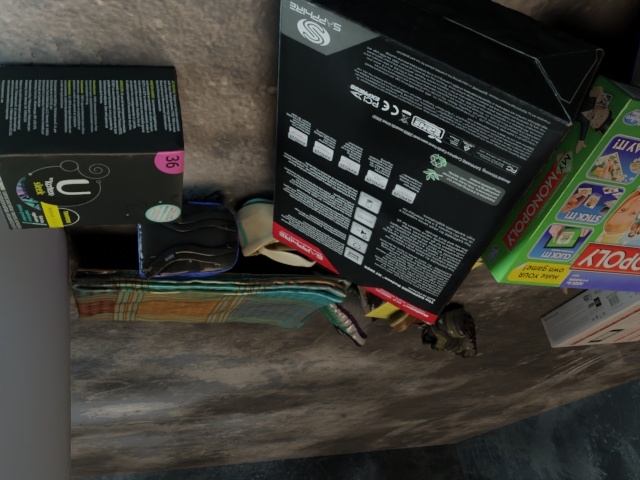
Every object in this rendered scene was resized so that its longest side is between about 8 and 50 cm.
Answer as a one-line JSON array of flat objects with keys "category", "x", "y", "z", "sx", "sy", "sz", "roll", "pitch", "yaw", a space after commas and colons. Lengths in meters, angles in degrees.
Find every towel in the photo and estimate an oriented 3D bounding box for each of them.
[{"category": "towel", "x": -0.171, "y": 0.095, "z": 0.890, "sx": 0.369, "sy": 0.040, "sz": 0.271, "roll": 3, "pitch": 162, "yaw": -19}]

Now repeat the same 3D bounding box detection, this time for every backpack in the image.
[{"category": "backpack", "x": -0.165, "y": -0.004, "z": 0.735, "sx": 0.120, "sy": 0.098, "sz": 0.101, "roll": -3, "pitch": 180, "yaw": -17}]

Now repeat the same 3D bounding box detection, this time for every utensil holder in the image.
[{"category": "utensil holder", "x": -0.434, "y": 0.165, "z": 0.625, "sx": 0.327, "sy": 0.386, "sz": 0.328, "roll": -10, "pitch": 152, "yaw": -5}]

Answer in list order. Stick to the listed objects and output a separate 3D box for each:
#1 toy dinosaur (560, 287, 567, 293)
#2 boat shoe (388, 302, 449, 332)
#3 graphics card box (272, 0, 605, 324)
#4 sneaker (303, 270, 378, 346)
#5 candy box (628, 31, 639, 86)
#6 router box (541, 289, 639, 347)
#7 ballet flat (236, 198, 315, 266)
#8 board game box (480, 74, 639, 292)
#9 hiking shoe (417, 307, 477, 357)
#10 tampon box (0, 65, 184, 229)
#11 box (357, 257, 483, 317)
[{"category": "toy dinosaur", "x": 0.395, "y": 0.028, "z": 1.001, "sx": 0.200, "sy": 0.127, "sz": 0.296, "roll": -7, "pitch": 165, "yaw": 7}, {"category": "boat shoe", "x": 0.185, "y": 0.122, "z": 1.059, "sx": 0.064, "sy": 0.060, "sz": 0.178, "roll": -35, "pitch": 177, "yaw": 39}, {"category": "graphics card box", "x": 0.071, "y": -0.071, "z": 0.579, "sx": 0.232, "sy": 0.094, "sz": 0.371, "roll": 29, "pitch": 153, "yaw": 11}, {"category": "sneaker", "x": 0.042, "y": 0.098, "z": 1.057, "sx": 0.098, "sy": 0.083, "sz": 0.224, "roll": -49, "pitch": 139, "yaw": -13}, {"category": "candy box", "x": 0.468, "y": -0.204, "z": 0.585, "sx": 0.268, "sy": 0.122, "sz": 0.317, "roll": -17, "pitch": 153, "yaw": 12}, {"category": "router box", "x": 0.755, "y": 0.152, "z": 1.406, "sx": 0.300, "sy": 0.082, "sz": 0.335, "roll": 1, "pitch": 150, "yaw": -23}, {"category": "ballet flat", "x": 0.000, "y": 0.000, "z": 0.819, "sx": 0.248, "sy": 0.086, "sz": 0.086, "roll": 4, "pitch": 148, "yaw": -29}, {"category": "board game box", "x": 0.350, "y": -0.036, "z": 0.614, "sx": 0.317, "sy": 0.046, "sz": 0.214, "roll": 5, "pitch": 129, "yaw": -24}, {"category": "hiking shoe", "x": 0.292, "y": 0.214, "z": 1.356, "sx": 0.114, "sy": 0.086, "sz": 0.227, "roll": -8, "pitch": 150, "yaw": 21}, {"category": "tampon box", "x": -0.213, "y": -0.084, "z": 0.553, "sx": 0.160, "sy": 0.102, "sz": 0.120, "roll": -4, "pitch": 152, "yaw": -16}, {"category": "box", "x": 0.158, "y": 0.043, "z": 0.959, "sx": 0.058, "sy": 0.088, "sz": 0.232, "roll": 13, "pitch": 142, "yaw": -39}]
